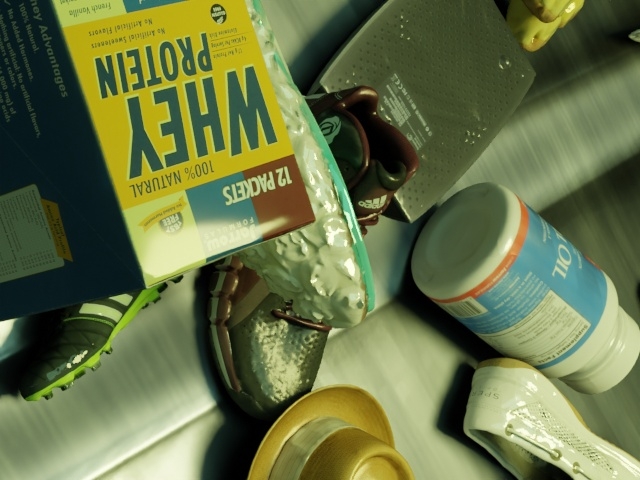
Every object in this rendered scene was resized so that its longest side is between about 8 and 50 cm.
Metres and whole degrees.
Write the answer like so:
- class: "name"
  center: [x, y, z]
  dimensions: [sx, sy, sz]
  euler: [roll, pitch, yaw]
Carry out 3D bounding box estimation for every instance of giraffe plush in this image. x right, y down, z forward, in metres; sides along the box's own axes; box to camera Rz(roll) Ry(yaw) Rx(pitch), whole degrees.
- class: "giraffe plush"
  center: [0.217, -0.323, 1.360]
  dimensions: [0.170, 0.210, 0.181]
  euler: [42, 55, 8]

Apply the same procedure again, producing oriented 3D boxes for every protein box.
- class: "protein box"
  center: [-0.142, -0.069, 0.847]
  dimensions: [0.136, 0.201, 0.200]
  euler: [-22, 96, -42]

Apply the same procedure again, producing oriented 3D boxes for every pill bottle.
- class: "pill bottle"
  center: [0.200, 0.053, 1.276]
  dimensions: [0.221, 0.124, 0.124]
  euler: [37, 59, -31]

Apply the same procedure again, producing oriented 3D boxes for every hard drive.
- class: "hard drive"
  center: [0.094, -0.147, 1.271]
  dimensions: [0.172, 0.054, 0.255]
  euler: [56, 51, -18]

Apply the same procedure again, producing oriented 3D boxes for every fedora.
- class: "fedora"
  center: [0.022, 0.215, 1.089]
  dimensions: [0.194, 0.079, 0.194]
  euler: [-9, 103, -43]

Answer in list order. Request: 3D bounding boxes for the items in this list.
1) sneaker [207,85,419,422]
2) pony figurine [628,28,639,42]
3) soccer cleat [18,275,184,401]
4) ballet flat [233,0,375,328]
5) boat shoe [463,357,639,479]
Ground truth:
- class: "sneaker"
  center: [0.000, 0.000, 1.084]
  dimensions: [0.106, 0.162, 0.281]
  euler: [16, 71, -38]
- class: "pony figurine"
  center: [0.531, -0.222, 1.563]
  dimensions: [0.363, 0.302, 0.351]
  euler: [67, 16, -4]
- class: "soccer cleat"
  center: [-0.172, 0.048, 1.000]
  dimensions: [0.072, 0.060, 0.179]
  euler: [50, 46, -10]
- class: "ballet flat"
  center: [-0.088, -0.116, 0.978]
  dimensions: [0.147, 0.147, 0.409]
  euler: [-21, 93, -42]
- class: "boat shoe"
  center: [0.232, 0.229, 1.291]
  dimensions: [0.277, 0.098, 0.096]
  euler: [41, 57, -17]
